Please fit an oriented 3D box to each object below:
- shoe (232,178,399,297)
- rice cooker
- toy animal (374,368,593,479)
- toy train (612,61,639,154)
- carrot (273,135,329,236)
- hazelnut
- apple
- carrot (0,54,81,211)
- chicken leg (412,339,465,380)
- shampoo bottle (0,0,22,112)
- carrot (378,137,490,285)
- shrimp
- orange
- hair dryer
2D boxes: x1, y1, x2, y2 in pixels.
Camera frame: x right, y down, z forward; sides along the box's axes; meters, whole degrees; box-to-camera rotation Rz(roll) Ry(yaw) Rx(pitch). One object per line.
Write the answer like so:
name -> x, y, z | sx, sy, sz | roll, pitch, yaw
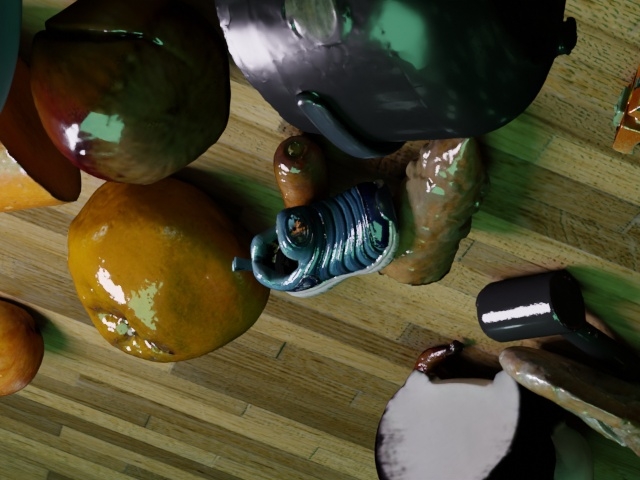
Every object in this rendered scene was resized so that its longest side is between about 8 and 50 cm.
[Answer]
shoe -> 0.000, 0.000, 1.791 | 0.106, 0.091, 0.207 | 6, 154, -43
rice cooker -> 0.067, -0.203, 1.337 | 0.224, 0.267, 0.267 | -5, 144, 32
toy animal -> 0.211, 0.307, 2.161 | 0.251, 0.251, 0.310 | 0, 150, 32
toy train -> 0.357, -0.103, 1.519 | 0.188, 0.072, 0.099 | 17, 146, 5
carrot -> -0.016, -0.041, 1.876 | 0.059, 0.059, 0.248 | 13, 155, 11
hazelnut -> -0.195, -0.159, 1.654 | 0.208, 0.208, 0.208 | 15, 152, 8
apple -> -0.462, 0.148, 2.417 | 0.146, 0.146, 0.146 | 15, 152, 8
carrot -> -0.433, -0.120, 1.814 | 0.331, 0.214, 0.193 | -9, -173, 17
chicken leg -> 0.148, 0.162, 2.152 | 0.062, 0.037, 0.145 | 9, 150, 6
shampoo bottle -> -0.495, -0.220, 1.555 | 0.343, 0.331, 0.331 | 7, 150, 19
carrot -> 0.119, -0.044, 1.745 | 0.102, 0.102, 0.263 | 19, 151, 0
shrimp -> 0.351, 0.206, 1.981 | 0.317, 0.077, 0.168 | 27, -172, 13
orange -> -0.180, 0.039, 1.978 | 0.249, 0.183, 0.249 | 15, 154, 8
hair dryer -> 0.294, 0.110, 1.962 | 0.114, 0.070, 0.248 | -12, 148, 42
